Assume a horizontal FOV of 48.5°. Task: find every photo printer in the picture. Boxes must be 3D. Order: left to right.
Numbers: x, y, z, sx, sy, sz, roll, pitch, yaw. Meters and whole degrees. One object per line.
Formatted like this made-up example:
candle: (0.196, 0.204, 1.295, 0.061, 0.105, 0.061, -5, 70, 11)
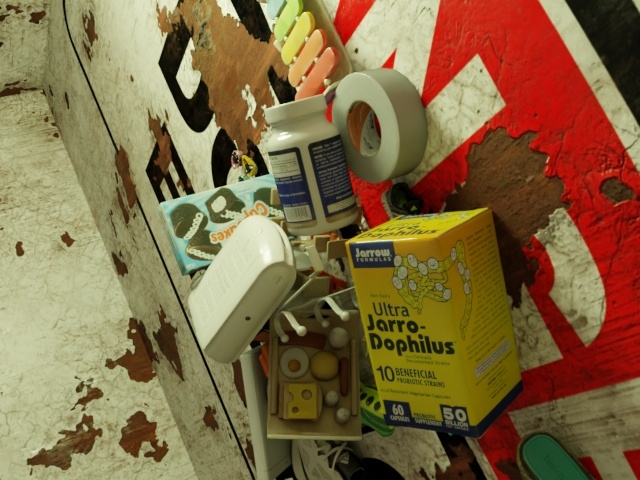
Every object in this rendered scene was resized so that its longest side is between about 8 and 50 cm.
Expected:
photo printer: (-0.180, 0.099, 1.672, 0.307, 0.107, 0.256, -54, 31, 13)

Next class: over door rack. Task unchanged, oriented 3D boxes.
over door rack: (0.046, 0.107, 1.531, 0.108, 0.240, 0.324, 60, 149, 24)

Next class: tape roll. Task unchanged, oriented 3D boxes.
tape roll: (0.113, -0.226, 1.401, 0.219, 0.072, 0.219, 35, 134, 47)

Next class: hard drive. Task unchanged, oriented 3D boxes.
hard drive: (-0.137, 0.475, 2.026, 0.047, 0.233, 0.352, -8, 91, 22)

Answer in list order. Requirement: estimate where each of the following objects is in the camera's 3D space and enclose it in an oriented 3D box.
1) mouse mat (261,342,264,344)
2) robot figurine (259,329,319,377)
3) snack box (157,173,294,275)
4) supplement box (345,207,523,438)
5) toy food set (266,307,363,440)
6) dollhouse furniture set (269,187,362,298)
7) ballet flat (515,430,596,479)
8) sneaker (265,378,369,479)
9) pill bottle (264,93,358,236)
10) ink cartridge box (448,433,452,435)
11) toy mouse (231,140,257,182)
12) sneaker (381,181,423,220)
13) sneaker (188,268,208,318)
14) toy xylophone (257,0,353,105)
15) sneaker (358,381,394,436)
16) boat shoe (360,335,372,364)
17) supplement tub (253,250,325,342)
mouse mat: (-0.137, 0.316, 2.200, 0.152, 0.007, 0.189, 54, 145, 28)
robot figurine: (-0.041, 0.285, 1.805, 0.128, 0.220, 0.158, -167, 70, -65)
snack box: (-0.236, -0.045, 1.837, 0.060, 0.322, 0.187, -36, 75, 60)
supplement box: (0.209, 0.140, 1.273, 0.194, 0.195, 0.356, -4, 103, 40)
toy food set: (-0.013, 0.310, 1.655, 0.092, 0.220, 0.306, 98, 172, -66)
dollhouse furniture set: (0.000, 0.000, 1.705, 0.262, 0.135, 0.259, 22, 113, 53)
ballet flat: (0.460, 0.479, 1.195, 0.348, 0.123, 0.123, 52, 145, 30)
sneaker: (0.018, 0.518, 1.938, 0.258, 0.169, 0.447, 11, 124, 48)
pill bottle: (-0.023, -0.153, 1.443, 0.153, 0.153, 0.264, 7, 113, 58)
ink cartridge box: (0.282, 0.368, 1.496, 0.048, 0.028, 0.083, 53, 146, 29)
toy mouse: (-0.219, -0.199, 2.017, 0.143, 0.031, 0.161, -40, 72, 59)
sneaker: (0.178, -0.045, 1.401, 0.170, 0.063, 0.074, 65, 157, 22)
sneaker: (-0.379, 0.203, 2.474, 0.129, 0.111, 0.297, 39, 144, 20)
toy xylophone: (-0.040, -0.415, 1.541, 0.322, 0.081, 0.236, 62, 150, 17)
sneaker: (0.079, 0.407, 1.781, 0.296, 0.110, 0.123, 20, 119, 54)
boat shoe: (0.137, 0.284, 1.674, 0.153, 0.048, 0.056, 49, 144, 34)
supplement tub: (-0.124, 0.161, 1.897, 0.316, 0.194, 0.193, -39, 72, 58)
